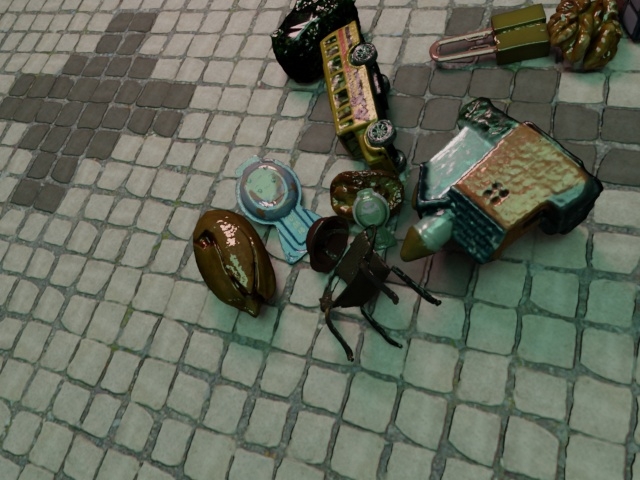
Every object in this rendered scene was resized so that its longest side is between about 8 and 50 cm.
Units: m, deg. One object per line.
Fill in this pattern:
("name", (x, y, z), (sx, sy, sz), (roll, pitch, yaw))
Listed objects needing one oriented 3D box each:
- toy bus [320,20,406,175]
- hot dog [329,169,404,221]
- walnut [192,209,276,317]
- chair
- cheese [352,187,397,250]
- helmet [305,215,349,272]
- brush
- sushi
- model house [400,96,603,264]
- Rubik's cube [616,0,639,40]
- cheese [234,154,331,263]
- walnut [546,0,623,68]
("toy bus", (0.083, -0.283, 0.974), (0.122, 0.121, 0.336), (-16, 63, 18))
("hot dog", (0.086, -0.086, 0.909), (0.147, 0.065, 0.099), (4, 101, 18))
("walnut", (-0.164, 0.039, 0.903), (0.137, 0.137, 0.245), (-31, 71, 2))
("chair", (0.071, 0.073, 0.793), (0.174, 0.149, 0.213), (-56, 51, 22))
("cheese", (0.097, -0.037, 0.872), (0.067, 0.121, 0.026), (-15, 20, 11))
("helmet", (0.000, 0.000, 0.898), (0.057, 0.089, 0.111), (24, 94, 45))
("brush", (0.345, -0.412, 0.991), (0.233, 0.047, 0.103), (-7, 65, 16))
("sushi", (-0.009, -0.474, 1.083), (0.225, 0.127, 0.124), (-47, 61, -8))
("model house", (0.245, -0.057, 0.783), (0.291, 0.184, 0.253), (-37, 62, -1))
("Rubik's cube", (0.677, -0.589, 0.830), (0.291, 0.287, 0.293), (-11, 63, 12))
("cheese", (-0.086, -0.076, 0.966), (0.135, 0.052, 0.245), (-39, 73, -2))
("walnut", (0.512, -0.415, 0.909), (0.142, 0.069, 0.171), (17, 70, -5))
